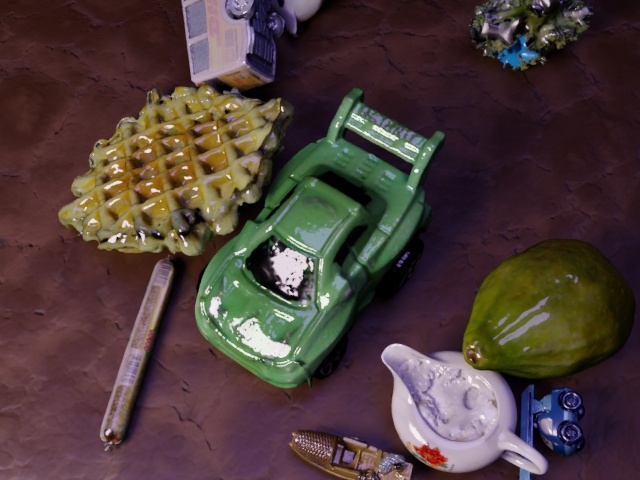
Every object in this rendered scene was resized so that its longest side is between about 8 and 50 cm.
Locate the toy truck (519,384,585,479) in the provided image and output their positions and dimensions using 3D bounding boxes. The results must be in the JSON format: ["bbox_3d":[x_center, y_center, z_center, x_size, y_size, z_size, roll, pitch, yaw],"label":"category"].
[{"bbox_3d":[0.278,0.243,0.983,0.074,0.063,0.136,-2,61,20],"label":"toy truck"}]

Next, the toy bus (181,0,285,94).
[{"bbox_3d":[-0.141,-0.393,1.239,0.138,0.097,0.342,-15,75,25],"label":"toy bus"}]

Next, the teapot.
[{"bbox_3d":[0.167,0.208,0.975,0.226,0.092,0.145,30,67,17],"label":"teapot"}]

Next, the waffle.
[{"bbox_3d":[-0.195,-0.096,1.110,0.317,0.073,0.297,8,54,34],"label":"waffle"}]

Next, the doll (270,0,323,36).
[{"bbox_3d":[-0.016,-0.422,1.309,0.110,0.107,0.181,35,65,28],"label":"doll"}]

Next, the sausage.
[{"bbox_3d":[-0.228,0.135,1.041,0.033,0.033,0.269,11,62,4],"label":"sausage"}]

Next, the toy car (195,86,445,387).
[{"bbox_3d":[0.000,0.000,1.041,0.213,0.176,0.358,33,66,17],"label":"toy car"}]

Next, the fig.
[{"bbox_3d":[0.265,0.097,1.007,0.233,0.167,0.167,-30,66,-7],"label":"fig"}]

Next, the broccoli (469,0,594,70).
[{"bbox_3d":[0.320,-0.337,1.245,0.167,0.160,0.154,29,92,2],"label":"broccoli"}]

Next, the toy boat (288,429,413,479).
[{"bbox_3d":[0.035,0.258,0.972,0.149,0.049,0.047,15,61,7],"label":"toy boat"}]
